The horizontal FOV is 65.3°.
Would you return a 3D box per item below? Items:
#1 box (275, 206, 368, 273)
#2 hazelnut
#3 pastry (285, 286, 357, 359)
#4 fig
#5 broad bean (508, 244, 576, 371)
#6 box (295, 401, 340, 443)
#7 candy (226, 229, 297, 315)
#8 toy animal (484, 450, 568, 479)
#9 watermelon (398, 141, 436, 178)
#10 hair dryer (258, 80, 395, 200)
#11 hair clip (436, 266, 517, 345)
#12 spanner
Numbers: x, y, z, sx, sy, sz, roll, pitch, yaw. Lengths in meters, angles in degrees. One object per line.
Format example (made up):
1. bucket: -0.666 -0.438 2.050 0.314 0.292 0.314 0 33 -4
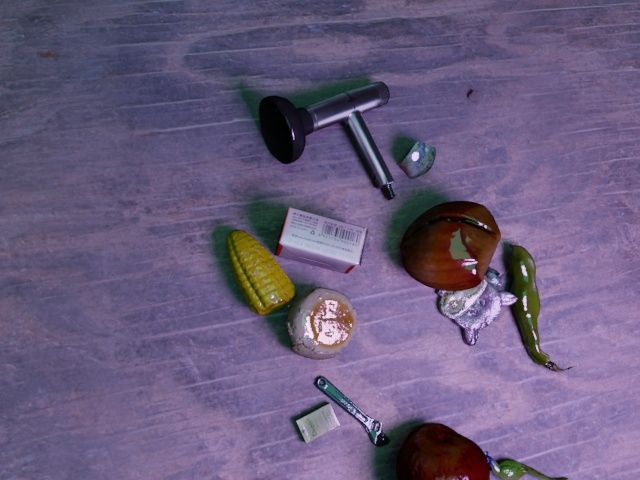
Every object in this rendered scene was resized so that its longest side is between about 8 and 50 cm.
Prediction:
1. box: 0.000 0.000 1.095 0.182 0.133 0.099 14 76 -3
2. hazelnut: 0.282 0.008 1.109 0.181 0.181 0.212 24 56 0
3. pastry: 0.001 0.177 1.067 0.166 0.088 0.166 2 85 -24
4. fig: 0.272 0.521 1.017 0.190 0.190 0.290 -31 101 -14
5. broad bean: 0.500 0.161 1.180 0.098 0.056 0.318 -18 86 -19
6. box: -0.006 0.388 1.063 0.083 0.024 0.053 -23 82 -12
7. candy: -0.141 0.064 1.080 0.106 0.094 0.199 -22 75 -48
8. toy animal: 0.446 0.529 1.096 0.217 0.041 0.075 21 74 -8
9. watermelon: 0.228 -0.202 1.209 0.084 0.092 0.072 -41 48 -23
10. hair dryer: 0.056 -0.228 1.149 0.320 0.156 0.284 -16 70 -20
11. hair clip: 0.360 0.131 1.163 0.146 0.056 0.187 43 78 9
12. spanner: 0.069 0.371 1.084 0.208 0.012 0.046 41 76 2
